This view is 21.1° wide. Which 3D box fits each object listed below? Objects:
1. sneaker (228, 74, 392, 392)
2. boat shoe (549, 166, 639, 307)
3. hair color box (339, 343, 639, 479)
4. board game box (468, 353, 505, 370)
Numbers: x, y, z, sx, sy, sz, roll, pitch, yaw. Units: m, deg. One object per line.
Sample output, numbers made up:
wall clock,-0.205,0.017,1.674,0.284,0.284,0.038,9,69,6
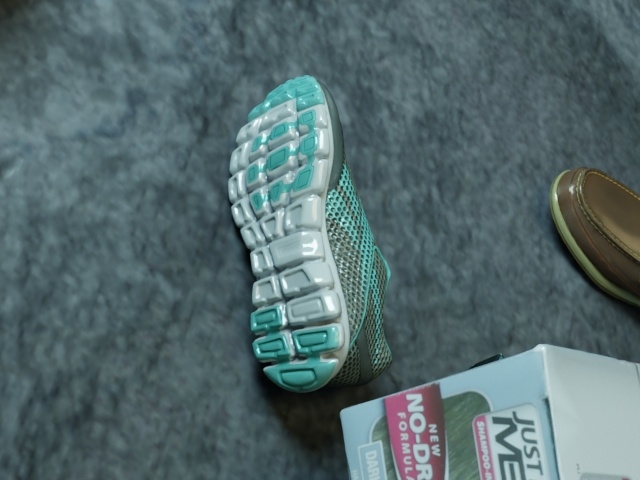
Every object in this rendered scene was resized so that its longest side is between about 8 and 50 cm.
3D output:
sneaker,0.000,0.000,0.865,0.076,0.065,0.166,21,60,-51
boat shoe,0.211,0.013,1.024,0.178,0.060,0.064,40,50,-19
hair color box,0.176,0.171,0.834,0.374,0.113,0.185,14,62,-50
board game box,0.081,0.161,0.871,0.126,0.026,0.186,52,47,-9
